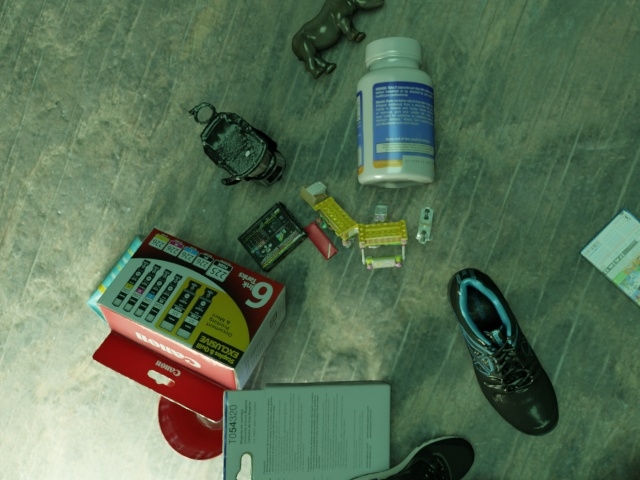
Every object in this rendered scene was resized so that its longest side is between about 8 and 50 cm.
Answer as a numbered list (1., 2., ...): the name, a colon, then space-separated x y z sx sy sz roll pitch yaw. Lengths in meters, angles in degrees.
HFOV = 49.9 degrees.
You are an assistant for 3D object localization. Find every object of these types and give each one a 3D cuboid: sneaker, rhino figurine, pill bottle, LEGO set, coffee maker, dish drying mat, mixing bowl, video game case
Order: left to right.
1. mixing bowl: -0.231 0.350 1.417 0.181 0.098 0.182 -1 87 13
2. coffee maker: -0.159 -0.195 1.393 0.120 0.178 0.171 -27 84 8
3. dish drying mat: 0.000 0.000 1.433 0.032 0.008 0.083 -40 79 9
4. rhino figurine: 0.040 -0.451 1.420 0.243 0.073 0.106 -45 82 5
5. LEGO set: 0.082 -0.019 1.389 0.287 0.107 0.132 13 55 18
6. pill bottle: 0.146 -0.246 1.343 0.152 0.152 0.272 -1 86 13
7. sneaker: 0.177 0.461 1.268 0.283 0.124 0.107 -23 93 -14
8. sneaker: 0.331 0.212 1.279 0.125 0.139 0.341 -30 82 7
9. video game case: 0.593 0.038 1.294 0.166 0.015 0.119 44 96 12

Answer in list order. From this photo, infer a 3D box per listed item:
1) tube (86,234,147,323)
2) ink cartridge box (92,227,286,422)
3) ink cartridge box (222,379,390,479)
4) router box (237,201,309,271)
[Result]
1. tube: -0.434 0.083 1.509 0.080 0.052 0.207 41 102 22
2. ink cartridge box: -0.264 0.162 1.358 0.309 0.130 0.272 22 58 13
3. ink cartridge box: -0.028 0.436 1.315 0.330 0.071 0.324 2 87 -14
4. router box: -0.099 -0.007 1.437 0.122 0.038 0.092 -41 75 9
